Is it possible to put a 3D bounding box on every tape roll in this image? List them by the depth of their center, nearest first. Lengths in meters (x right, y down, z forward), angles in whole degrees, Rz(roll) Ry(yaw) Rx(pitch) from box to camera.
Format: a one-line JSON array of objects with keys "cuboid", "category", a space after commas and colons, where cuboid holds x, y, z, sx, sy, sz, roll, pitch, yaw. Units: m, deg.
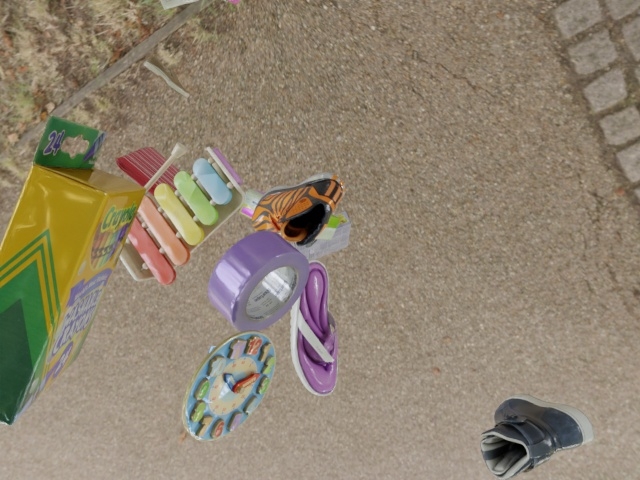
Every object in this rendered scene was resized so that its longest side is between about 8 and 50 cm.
[{"cuboid": [-0.116, 0.081, 0.961, 0.189, 0.080, 0.188, -33, 145, -27], "category": "tape roll"}]

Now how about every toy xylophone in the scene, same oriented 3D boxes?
[{"cuboid": [-0.312, -0.069, 1.060, 0.236, 0.081, 0.322, 43, 98, 17], "category": "toy xylophone"}]

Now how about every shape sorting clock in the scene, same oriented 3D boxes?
[{"cuboid": [-0.150, 0.253, 0.863, 0.040, 0.206, 0.206, 18, 128, 35], "category": "shape sorting clock"}]

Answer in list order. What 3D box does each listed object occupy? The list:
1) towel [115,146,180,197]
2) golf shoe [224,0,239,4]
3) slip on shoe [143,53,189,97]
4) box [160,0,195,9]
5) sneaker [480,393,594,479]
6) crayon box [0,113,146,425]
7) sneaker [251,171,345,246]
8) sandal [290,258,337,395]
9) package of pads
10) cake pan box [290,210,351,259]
[{"cuboid": [-0.552, -0.226, 1.667, 0.199, 0.275, 0.031, 42, 106, -11], "category": "towel"}, {"cuboid": [-0.323, -0.790, 1.358, 0.306, 0.115, 0.140, 40, 104, -18], "category": "golf shoe"}, {"cuboid": [-0.399, -0.434, 1.315, 0.135, 0.051, 0.041, 38, 89, -17], "category": "slip on shoe"}, {"cuboid": [-0.340, -0.687, 1.145, 0.149, 0.126, 0.232, -16, 146, 0], "category": "box"}, {"cuboid": [0.330, 0.338, 0.870, 0.164, 0.226, 0.086, -17, 79, -17], "category": "sneaker"}, {"cuboid": [-0.308, 0.024, 0.602, 0.083, 0.203, 0.322, 22, 94, -10], "category": "crayon box"}, {"cuboid": [-0.090, -0.059, 1.292, 0.321, 0.180, 0.124, -25, 117, 39], "category": "sneaker"}, {"cuboid": [-0.006, 0.263, 1.481, 0.170, 0.102, 0.415, -9, 91, -42], "category": "sandal"}, {"cuboid": [-0.109, -0.088, 1.745, 0.297, 0.229, 0.101, 6, 107, -54], "category": "package of pads"}, {"cuboid": [0.000, 0.000, 2.063, 0.246, 0.070, 0.266, -20, 159, -8], "category": "cake pan box"}]
